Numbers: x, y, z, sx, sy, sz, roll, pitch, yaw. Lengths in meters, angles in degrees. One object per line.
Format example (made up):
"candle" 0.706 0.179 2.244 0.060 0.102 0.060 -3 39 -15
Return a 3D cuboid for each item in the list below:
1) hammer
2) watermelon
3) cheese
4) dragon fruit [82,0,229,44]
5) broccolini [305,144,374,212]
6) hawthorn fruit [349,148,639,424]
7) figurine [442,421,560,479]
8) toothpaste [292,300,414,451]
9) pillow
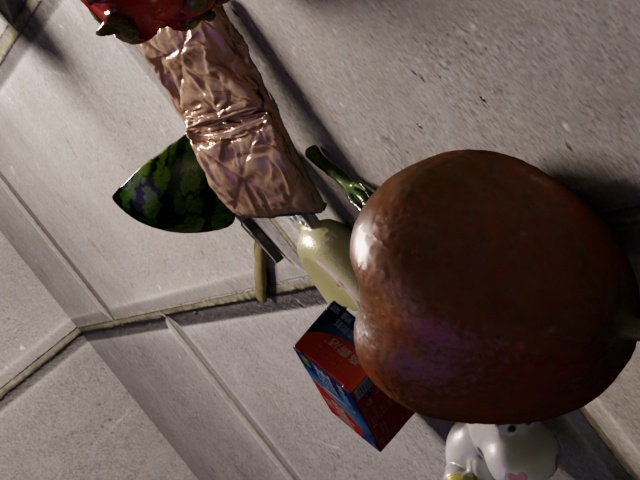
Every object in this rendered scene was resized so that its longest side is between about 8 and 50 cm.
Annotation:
"hammer" -0.067 0.035 2.126 0.062 0.013 0.199 47 165 15
"watermelon" -0.153 -0.059 2.075 0.135 0.125 0.094 38 -158 -27
"cheese" 0.001 -0.001 1.779 0.235 0.050 0.127 51 166 -8
"dragon fruit" -0.149 -0.235 1.474 0.167 0.160 0.172 18 152 20
"broccolini" 0.033 -0.045 1.647 0.035 0.030 0.140 15 -159 -45
"hawthorn fruit" 0.136 0.044 1.273 0.251 0.199 0.199 19 146 44
"figurine" 0.160 0.171 1.674 0.178 0.109 0.129 111 141 -69
"toothpaste" 0.040 0.144 1.878 0.076 0.066 0.320 38 171 17
"pillow" -0.085 -0.115 1.691 0.126 0.043 0.232 -5 122 42
